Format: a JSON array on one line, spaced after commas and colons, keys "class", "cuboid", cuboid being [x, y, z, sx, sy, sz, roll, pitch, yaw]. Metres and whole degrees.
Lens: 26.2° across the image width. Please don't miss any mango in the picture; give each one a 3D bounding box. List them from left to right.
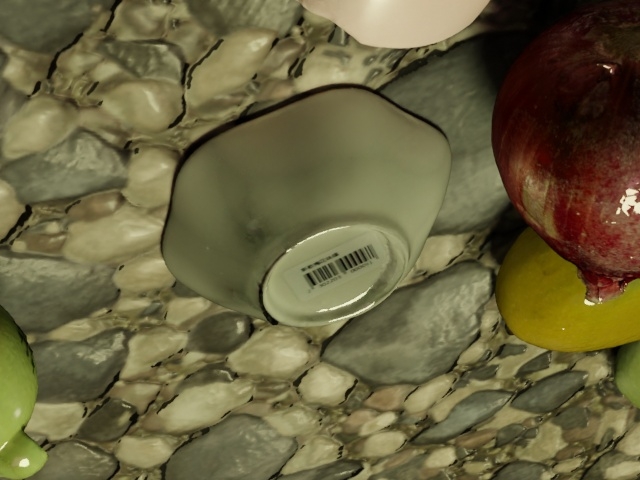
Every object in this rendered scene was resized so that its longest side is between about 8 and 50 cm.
[{"class": "mango", "cuboid": [0.232, 0.008, 0.928, 0.237, 0.091, 0.137, -12, 147, -12]}]

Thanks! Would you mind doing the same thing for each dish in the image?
[{"class": "dish", "cuboid": [0.000, 0.000, 0.825, 0.191, 0.066, 0.190, -13, 141, -11]}]

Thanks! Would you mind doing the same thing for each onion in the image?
[{"class": "onion", "cuboid": [0.175, -0.040, 0.791, 0.159, 0.159, 0.195, -12, 135, -13]}]

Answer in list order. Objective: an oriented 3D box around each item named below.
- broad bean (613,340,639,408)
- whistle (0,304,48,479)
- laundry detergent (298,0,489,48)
[{"class": "broad bean", "cuboid": [0.332, 0.071, 1.046, 0.169, 0.100, 0.228, 24, 125, -34]}, {"class": "whistle", "cuboid": [-0.232, 0.035, 0.719, 0.106, 0.131, 0.288, -46, 143, -18]}, {"class": "laundry detergent", "cuboid": [0.098, -0.235, 0.562, 0.159, 0.088, 0.335, -34, 160, -52]}]
